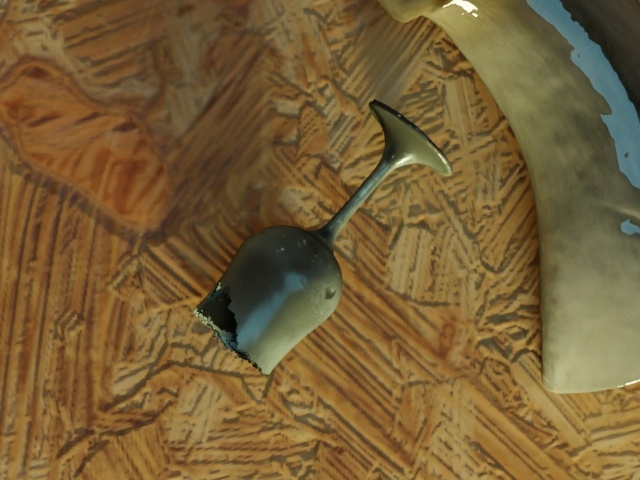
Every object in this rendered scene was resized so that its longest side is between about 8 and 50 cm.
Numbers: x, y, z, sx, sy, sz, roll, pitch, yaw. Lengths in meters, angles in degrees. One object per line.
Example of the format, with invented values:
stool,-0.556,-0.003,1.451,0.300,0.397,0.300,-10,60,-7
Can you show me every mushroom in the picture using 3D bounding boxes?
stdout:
mushroom,0.169,-0.090,1.305,0.177,0.126,0.397,-26,106,-2

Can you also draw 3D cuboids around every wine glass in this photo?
wine glass,0.000,0.000,1.291,0.079,0.079,0.195,43,83,-16
